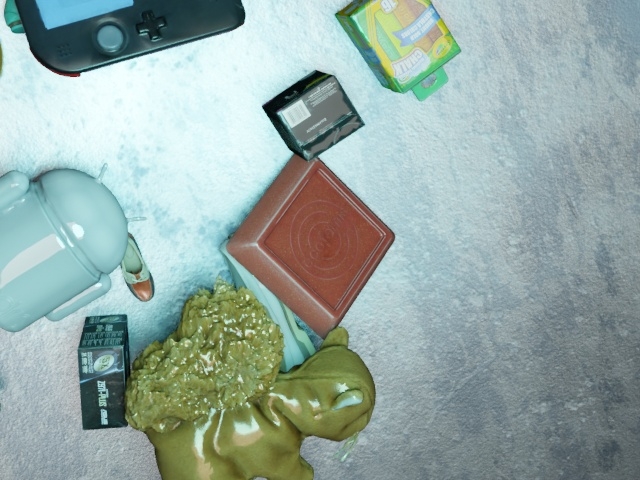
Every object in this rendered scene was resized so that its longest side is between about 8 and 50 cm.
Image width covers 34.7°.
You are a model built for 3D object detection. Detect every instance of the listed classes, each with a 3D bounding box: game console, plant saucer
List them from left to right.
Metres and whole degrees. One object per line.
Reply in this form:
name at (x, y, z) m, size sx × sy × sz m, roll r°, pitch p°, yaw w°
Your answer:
game console at (-0.334, -0.473, 1.626) m, size 0.342 × 0.060 × 0.386 m, roll -19°, pitch 88°, yaw -7°
plant saucer at (0.000, 0.000, 1.816) m, size 0.259 × 0.048 × 0.258 m, roll 44°, pitch 63°, yaw -17°

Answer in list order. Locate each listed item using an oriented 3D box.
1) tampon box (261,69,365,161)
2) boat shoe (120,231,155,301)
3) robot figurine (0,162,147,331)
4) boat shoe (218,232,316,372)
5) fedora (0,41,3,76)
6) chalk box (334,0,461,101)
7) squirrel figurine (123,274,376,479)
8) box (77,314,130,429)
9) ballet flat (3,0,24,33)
tampon box at (-0.016, -0.217, 1.760) m, size 0.120 × 0.161 × 0.101 m, roll -34°, pitch 107°, yaw -4°
boat shoe at (-0.329, 0.050, 1.817) m, size 0.049 × 0.043 × 0.137 m, roll -19°, pitch 108°, yaw -9°
robot figurine at (-0.468, 0.015, 1.696) m, size 0.353 × 0.200 × 0.300 m, roll -34°, pitch 135°, yaw -3°
boat shoe at (-0.110, 0.132, 1.848) m, size 0.103 × 0.113 × 0.302 m, roll -33°, pitch 109°, yaw -9°
fedora at (-0.613, -0.299, 1.653) m, size 0.194 × 0.079 × 0.194 m, roll -3°, pitch 104°, yaw -12°
chalk box at (0.146, -0.342, 1.781) m, size 0.132 × 0.132 × 0.213 m, roll -38°, pitch 108°, yaw -1°
squirrel figurine at (-0.108, 0.263, 1.721) m, size 0.370 × 0.281 × 0.397 m, roll -24°, pitch 120°, yaw 12°
box at (-0.372, 0.225, 1.776) m, size 0.077 × 0.180 × 0.147 m, roll -3°, pitch 103°, yaw -8°
ballet flat at (-0.394, -0.396, 1.681) m, size 0.247 × 0.083 × 0.087 m, roll -8°, pitch 91°, yaw -12°
